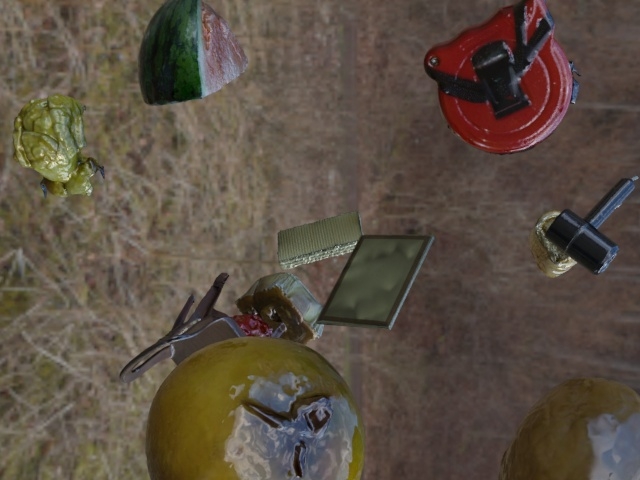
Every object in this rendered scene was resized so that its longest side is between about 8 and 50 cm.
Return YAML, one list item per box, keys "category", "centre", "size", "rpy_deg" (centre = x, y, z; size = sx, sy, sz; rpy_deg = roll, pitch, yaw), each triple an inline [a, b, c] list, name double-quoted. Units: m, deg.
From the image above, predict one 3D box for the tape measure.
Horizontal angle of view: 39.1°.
- category: "tape measure"
  centre: [0.321, -0.280, 1.565]
  size: [0.260, 0.253, 0.114]
  rpy_deg: [62, 14, -6]

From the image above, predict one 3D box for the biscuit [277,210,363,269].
- category: "biscuit"
  centre: [0.000, 0.000, 2.062]
  size: [0.121, 0.199, 0.041]
  rpy_deg: [-95, 169, -56]

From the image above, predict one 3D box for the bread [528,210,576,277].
- category: "bread"
  centre: [0.481, 0.008, 1.847]
  size: [0.177, 0.084, 0.119]
  rpy_deg: [88, -21, -76]

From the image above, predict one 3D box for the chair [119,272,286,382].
- category: "chair"
  centre: [-0.221, 0.212, 1.723]
  size: [0.183, 0.175, 0.326]
  rpy_deg: [50, 26, -7]

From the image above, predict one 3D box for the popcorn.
- category: "popcorn"
  centre: [-0.521, -0.187, 1.784]
  size: [0.195, 0.173, 0.168]
  rpy_deg: [61, 2, -46]

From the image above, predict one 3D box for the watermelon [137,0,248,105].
- category: "watermelon"
  centre: [-0.323, -0.450, 2.070]
  size: [0.319, 0.292, 0.222]
  rpy_deg: [-44, 130, -51]

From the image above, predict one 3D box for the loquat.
- category: "loquat"
  centre: [-0.104, 0.308, 1.311]
  size: [0.359, 0.328, 0.329]
  rpy_deg: [-35, -136, 48]

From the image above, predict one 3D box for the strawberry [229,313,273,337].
- category: "strawberry"
  centre: [-0.201, 0.279, 2.288]
  size: [0.178, 0.233, 0.234]
  rpy_deg: [-48, 150, -34]

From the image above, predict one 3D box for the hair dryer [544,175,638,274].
- category: "hair dryer"
  centre: [0.534, -0.045, 1.692]
  size: [0.219, 0.124, 0.071]
  rpy_deg: [-45, 160, -17]

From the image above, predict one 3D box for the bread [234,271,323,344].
- category: "bread"
  centre: [-0.106, 0.197, 2.461]
  size: [0.210, 0.192, 0.110]
  rpy_deg: [53, 38, -17]

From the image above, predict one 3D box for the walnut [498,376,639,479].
- category: "walnut"
  centre: [0.451, 0.387, 1.508]
  size: [0.333, 0.332, 0.333]
  rpy_deg: [1, 90, -86]

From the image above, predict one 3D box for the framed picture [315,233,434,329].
- category: "framed picture"
  centre: [0.104, 0.074, 1.728]
  size: [0.010, 0.173, 0.231]
  rpy_deg: [57, 50, -36]
